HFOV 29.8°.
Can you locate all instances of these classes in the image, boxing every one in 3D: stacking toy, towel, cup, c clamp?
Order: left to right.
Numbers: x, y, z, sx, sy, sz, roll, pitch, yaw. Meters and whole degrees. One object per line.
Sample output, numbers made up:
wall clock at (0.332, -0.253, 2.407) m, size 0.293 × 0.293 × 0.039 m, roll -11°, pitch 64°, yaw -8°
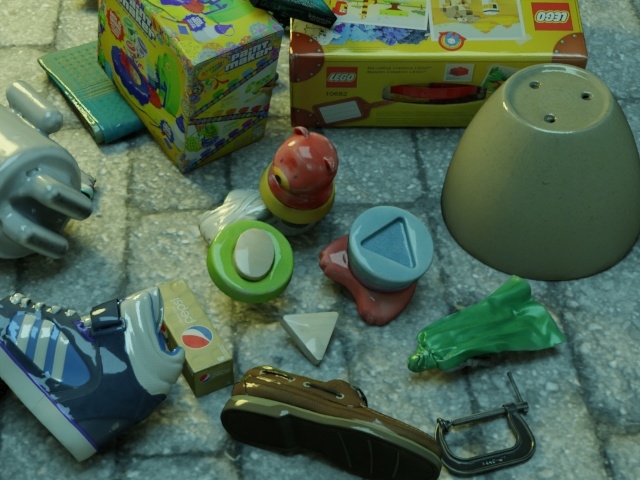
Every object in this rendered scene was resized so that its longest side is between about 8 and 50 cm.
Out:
towel at (-0.301, -0.312, 2.231) m, size 0.370 × 0.040 × 0.271 m, roll -22°, pitch 49°, yaw -24°
stacking toy at (0.000, 0.000, 1.773) m, size 0.309 × 0.130 × 0.279 m, roll 40°, pitch 58°, yaw 9°
c clamp at (0.224, 0.259, 1.656) m, size 0.161 × 0.022 × 0.137 m, roll -15°, pitch 51°, yaw -18°
cup at (0.359, -0.136, 1.899) m, size 0.331 × 0.237 × 0.331 m, roll -1°, pitch 47°, yaw 2°

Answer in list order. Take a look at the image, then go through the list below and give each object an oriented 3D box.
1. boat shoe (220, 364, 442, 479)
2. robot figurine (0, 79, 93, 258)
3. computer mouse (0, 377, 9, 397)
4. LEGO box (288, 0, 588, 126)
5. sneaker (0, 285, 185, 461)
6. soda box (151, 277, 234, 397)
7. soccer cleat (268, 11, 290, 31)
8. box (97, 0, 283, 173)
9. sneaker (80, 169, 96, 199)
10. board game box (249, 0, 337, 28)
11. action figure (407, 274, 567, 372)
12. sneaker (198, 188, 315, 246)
boat shoe at (0.023, 0.234, 1.610) m, size 0.307 × 0.110 × 0.104 m, roll 15°, pitch 47°, yaw 14°
robot figurine at (-0.518, -0.106, 1.892) m, size 0.353 × 0.200 × 0.300 m, roll 32°, pitch 86°, yaw 29°
computer mouse at (-0.544, 0.238, 1.598) m, size 0.188 × 0.072 × 0.272 m, roll 15°, pitch 40°, yaw -1°
LEGO box at (0.193, -0.402, 2.169) m, size 0.500 × 0.193 × 0.372 m, roll 0°, pitch 56°, yaw -1°
sneaker at (-0.335, 0.120, 1.656) m, size 0.236 × 0.130 × 0.323 m, roll -41°, pitch 73°, yaw -13°
soda box at (-0.190, 0.138, 1.746) m, size 0.061 × 0.058 × 0.181 m, roll -19°, pitch 48°, yaw -20°
soccer cleat at (-0.071, -0.438, 2.337) m, size 0.179 × 0.060 × 0.072 m, roll 26°, pitch 15°, yaw 31°
box at (-0.227, -0.326, 2.027) m, size 0.177 × 0.279 × 0.290 m, roll -27°, pitch 64°, yaw -26°
sneaker at (-0.423, -0.098, 2.008) m, size 0.098 × 0.038 × 0.069 m, roll 11°, pitch 42°, yaw -2°
board game box at (-0.069, -0.412, 1.973) m, size 0.186 × 0.026 × 0.126 m, roll 4°, pitch 43°, yaw -49°
action figure at (0.224, 0.140, 1.745) m, size 0.232 × 0.063 × 0.137 m, roll -18°, pitch 49°, yaw -24°
sneaker at (-0.094, -0.055, 1.930) m, size 0.232 × 0.090 × 0.115 m, roll -22°, pitch 45°, yaw -23°
